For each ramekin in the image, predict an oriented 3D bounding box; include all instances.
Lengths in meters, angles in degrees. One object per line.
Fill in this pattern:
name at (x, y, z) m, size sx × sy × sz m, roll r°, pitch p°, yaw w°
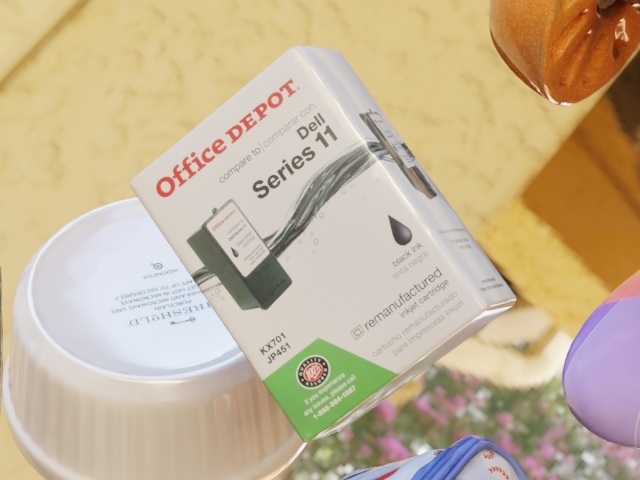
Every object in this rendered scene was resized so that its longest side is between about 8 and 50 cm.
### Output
ramekin at (-0.128, 0.078, 1.413) m, size 0.273 × 0.273 × 0.127 m, roll 31°, pitch -40°, yaw 28°

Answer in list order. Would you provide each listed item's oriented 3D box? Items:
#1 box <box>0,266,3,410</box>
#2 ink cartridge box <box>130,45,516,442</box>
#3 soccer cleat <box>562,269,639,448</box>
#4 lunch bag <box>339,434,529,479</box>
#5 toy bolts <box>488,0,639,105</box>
box at (-0.312, 0.043, 0.643) m, size 0.242 × 0.076 × 0.307 m, roll -14°, pitch -17°, yaw 40°
ink cartridge box at (0.000, 0.000, 1.115) m, size 0.208 × 0.153 × 0.087 m, roll 54°, pitch 16°, yaw 11°
soccer cleat at (0.182, 0.002, 0.564) m, size 0.248 × 0.083 × 0.095 m, roll -20°, pitch -36°, yaw 27°
lunch bag at (0.069, 0.271, 0.888) m, size 0.115 × 0.243 × 0.303 m, roll -19°, pitch -82°, yaw 28°
toy bolts at (0.139, -0.167, 0.573) m, size 0.158 × 0.228 × 0.218 m, roll 33°, pitch -23°, yaw 24°
